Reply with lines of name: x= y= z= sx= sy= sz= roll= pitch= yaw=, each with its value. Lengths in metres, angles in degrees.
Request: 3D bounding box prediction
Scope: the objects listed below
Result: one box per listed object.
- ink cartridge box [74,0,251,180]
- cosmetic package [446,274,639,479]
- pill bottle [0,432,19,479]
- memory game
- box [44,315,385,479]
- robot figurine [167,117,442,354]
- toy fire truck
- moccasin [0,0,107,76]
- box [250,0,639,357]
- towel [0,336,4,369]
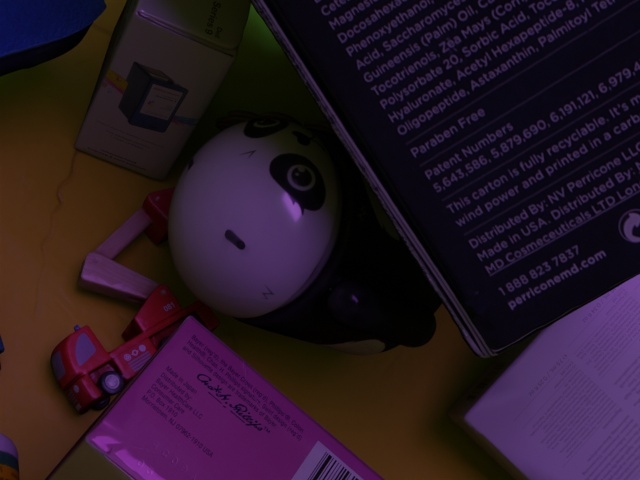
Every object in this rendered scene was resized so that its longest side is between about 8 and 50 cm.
ink cartridge box: x=-0.130 y=-0.175 z=1.049 sx=0.093 sy=0.212 sz=0.154 roll=21 pitch=58 yaw=-16
cosmetic package: x=0.349 y=0.122 z=1.117 sx=0.284 sy=0.097 sz=0.377 roll=44 pitch=84 yaw=1
pill bottle: x=-0.262 y=0.242 z=0.824 sx=0.117 sy=0.117 sz=0.208 roll=4 pitch=64 yaw=-26
memory game: x=-0.005 y=-0.086 z=1.095 sx=0.186 sy=0.186 sz=0.012 roll=17 pitch=82 yaw=-19
box: x=-0.082 y=0.201 z=0.861 sx=0.213 sy=0.243 sz=0.117 roll=40 pitch=54 yaw=-3
robot figurine: x=0.002 y=-0.001 z=1.024 sx=0.278 sy=0.209 sz=0.174 roll=21 pitch=72 yaw=-45
toy fire truck: x=-0.159 y=0.046 z=1.022 sx=0.192 sy=0.047 sz=0.135 roll=-30 pitch=81 yaw=-34
moccasin: x=-0.330 y=-0.144 z=0.950 sx=0.342 sy=0.117 sz=0.138 roll=-14 pitch=83 yaw=-37
box: x=0.144 y=-0.233 z=0.995 sx=0.472 sy=0.297 sz=0.480 roll=56 pitch=17 yaw=-6
towel: x=-0.419 y=-0.041 z=0.940 sx=0.271 sy=0.040 sz=0.370 roll=-10 pitch=69 yaw=-31
